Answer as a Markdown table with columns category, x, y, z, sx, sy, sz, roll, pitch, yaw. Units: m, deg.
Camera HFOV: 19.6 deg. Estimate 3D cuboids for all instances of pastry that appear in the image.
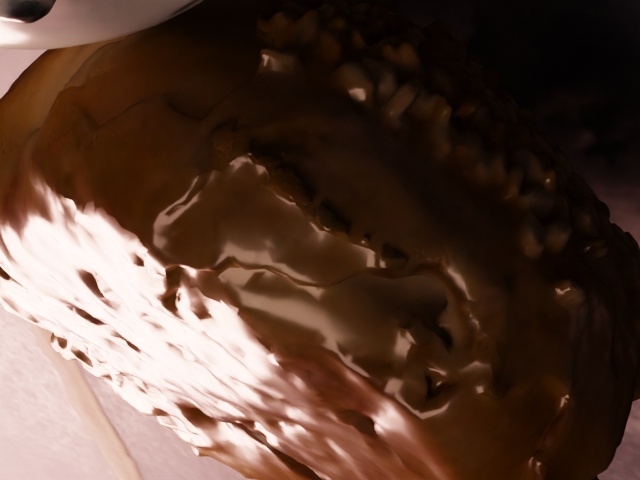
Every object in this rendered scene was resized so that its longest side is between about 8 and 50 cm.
| category | x | y | z | sx | sy | sz | roll | pitch | yaw |
| --- | --- | --- | --- | --- | --- | --- | --- | --- | --- |
| pastry | 0.000 | 0.000 | 0.724 | 0.255 | 0.162 | 0.311 | 41 | 160 | -28 |

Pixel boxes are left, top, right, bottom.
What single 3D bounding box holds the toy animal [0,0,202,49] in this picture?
| category | x | y | z | sx | sy | sz | roll | pitch | yaw |
| --- | --- | --- | --- | --- | --- | --- | --- | --- | --- |
| toy animal | -0.111 | -0.173 | 0.560 | 0.212 | 0.212 | 0.266 | 11 | 137 | 35 |
